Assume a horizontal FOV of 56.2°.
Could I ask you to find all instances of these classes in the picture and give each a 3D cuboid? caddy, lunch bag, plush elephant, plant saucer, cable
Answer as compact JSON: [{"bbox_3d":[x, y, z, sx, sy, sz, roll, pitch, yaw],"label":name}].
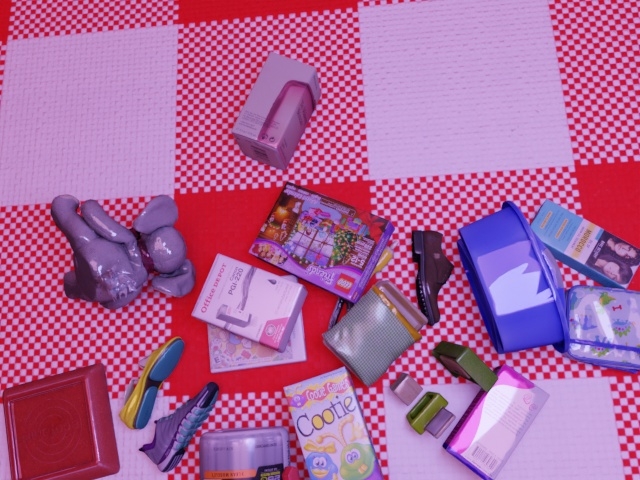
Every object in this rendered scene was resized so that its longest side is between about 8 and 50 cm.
[{"bbox_3d":[0.423,0.085,1.283,0.179,0.241,0.342,-19,75,5],"label":"caddy"},{"bbox_3d":[0.640,0.194,1.312,0.218,0.090,0.176,8,79,9],"label":"lunch bag"},{"bbox_3d":[-0.433,0.025,1.393,0.329,0.255,0.272,21,121,42],"label":"plush elephant"},{"bbox_3d":[-0.614,0.440,1.389,0.258,0.048,0.259,-15,75,1],"label":"plant saucer"},{"bbox_3d":[0.066,0.100,1.398,0.139,0.072,0.287,23,77,14],"label":"cable"}]

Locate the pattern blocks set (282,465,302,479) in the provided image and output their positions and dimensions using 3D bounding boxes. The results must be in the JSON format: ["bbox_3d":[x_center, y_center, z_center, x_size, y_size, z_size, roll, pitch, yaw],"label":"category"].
[{"bbox_3d":[-0.044,0.647,1.167,0.026,0.285,0.325,-12,111,30],"label":"pattern blocks set"}]

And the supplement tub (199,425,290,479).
[{"bbox_3d":[-0.153,0.554,1.238,0.193,0.193,0.316,-6,75,4],"label":"supplement tub"}]

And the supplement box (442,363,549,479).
[{"bbox_3d":[0.369,0.385,1.274,0.111,0.114,0.220,36,83,14],"label":"supplement box"}]

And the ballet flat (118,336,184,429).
[{"bbox_3d":[-0.400,0.320,1.389,0.077,0.077,0.231,19,79,27],"label":"ballet flat"}]

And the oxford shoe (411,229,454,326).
[{"bbox_3d":[0.265,0.083,1.380,0.096,0.083,0.227,-1,76,1],"label":"oxford shoe"}]

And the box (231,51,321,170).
[{"bbox_3d":[-0.104,-0.317,1.485,0.126,0.149,0.233,22,79,10],"label":"box"}]

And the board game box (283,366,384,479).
[{"bbox_3d":[0.034,0.426,1.279,0.144,0.142,0.276,-19,74,0],"label":"board game box"}]

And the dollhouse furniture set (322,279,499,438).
[{"bbox_3d":[0.180,0.247,1.260,0.301,0.151,0.197,45,82,-6],"label":"dollhouse furniture set"}]

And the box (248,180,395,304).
[{"bbox_3d":[0.000,0.000,1.397,0.293,0.057,0.201,23,80,27],"label":"box"}]

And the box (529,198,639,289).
[{"bbox_3d":[0.600,0.012,1.376,0.244,0.060,0.101,31,80,13],"label":"box"}]

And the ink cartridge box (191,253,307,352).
[{"bbox_3d":[-0.161,0.143,1.373,0.217,0.092,0.159,19,77,11],"label":"ink cartridge box"}]

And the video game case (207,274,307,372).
[{"bbox_3d":[-0.155,0.196,1.419,0.226,0.026,0.207,-8,74,4],"label":"video game case"}]

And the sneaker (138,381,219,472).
[{"bbox_3d":[-0.322,0.403,1.354,0.098,0.083,0.224,30,81,17],"label":"sneaker"}]
